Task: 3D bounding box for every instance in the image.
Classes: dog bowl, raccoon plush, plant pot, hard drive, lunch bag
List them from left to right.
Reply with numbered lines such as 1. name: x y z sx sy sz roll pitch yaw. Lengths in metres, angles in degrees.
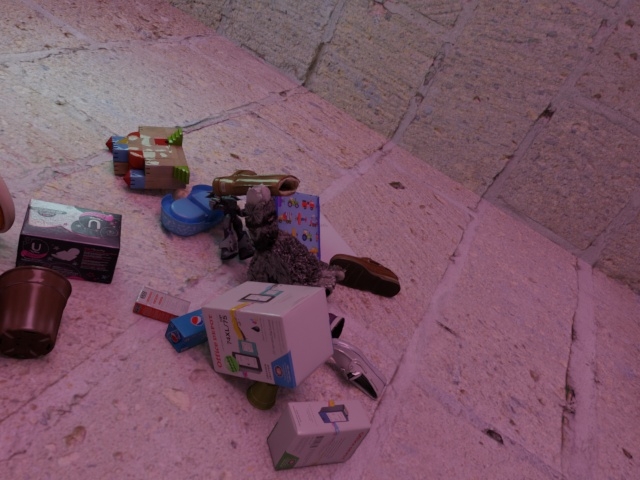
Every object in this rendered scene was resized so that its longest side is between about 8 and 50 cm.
1. plant pot: -0.681 0.174 1.282 0.167 0.167 0.165 11 43 -26
2. dog bowl: -0.439 -0.105 1.932 0.166 0.074 0.297 37 32 14
3. plant pot: -0.144 0.390 1.451 0.083 0.079 0.083 19 32 -13
4. lunch bag: -0.102 -0.017 1.950 0.221 0.138 0.293 6 69 -46
5. raccoon plush: -0.060 0.023 1.756 0.216 0.446 0.299 14 23 35
6. hard drive: 0.000 0.000 2.150 0.210 0.040 0.319 -5 45 -41

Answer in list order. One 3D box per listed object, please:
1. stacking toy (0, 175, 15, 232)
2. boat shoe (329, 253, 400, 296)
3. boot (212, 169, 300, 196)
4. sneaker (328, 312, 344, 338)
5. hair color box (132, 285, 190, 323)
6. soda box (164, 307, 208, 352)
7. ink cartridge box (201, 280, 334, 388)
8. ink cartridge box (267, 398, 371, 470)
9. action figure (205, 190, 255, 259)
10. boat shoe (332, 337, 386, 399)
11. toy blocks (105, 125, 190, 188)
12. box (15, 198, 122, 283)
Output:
1. stacking toy: -1.022 -0.052 1.280 0.350 0.351 0.480 34 51 10
2. boat shoe: 0.157 0.118 2.051 0.307 0.111 0.104 27 30 -25
3. boot: -0.186 -0.184 1.814 0.269 0.089 0.236 2 17 29
4. sneaker: -0.042 0.299 1.665 0.124 0.107 0.283 22 25 21
5. hair color box: -0.445 0.186 1.542 0.141 0.043 0.072 22 32 -12
6. soda box: -0.325 0.236 1.541 0.071 0.067 0.210 43 34 23
7. ink cartridge box: -0.137 0.238 1.451 0.270 0.198 0.197 1 18 33
8. ink cartridge box: -0.004 0.479 1.359 0.212 0.154 0.093 7 36 -29
9. action figure: -0.302 -0.074 1.881 0.185 0.099 0.285 4 64 -47
10. boat shoe: 0.105 0.382 1.627 0.226 0.083 0.076 38 41 -7
11. toy blocks: -0.638 -0.307 1.996 0.260 0.191 0.381 -2 39 -23
12. box: -0.692 0.001 1.523 0.247 0.142 0.163 11 36 -26
